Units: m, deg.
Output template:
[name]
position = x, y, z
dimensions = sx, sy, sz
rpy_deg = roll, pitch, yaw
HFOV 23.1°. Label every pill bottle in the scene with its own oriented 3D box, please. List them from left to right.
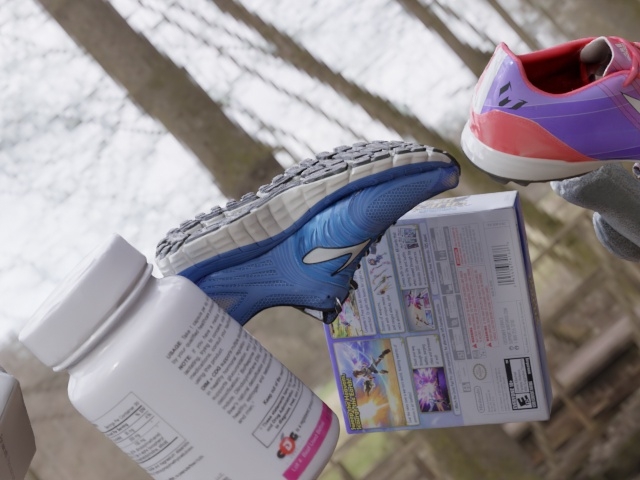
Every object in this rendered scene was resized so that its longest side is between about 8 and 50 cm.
[pill bottle]
position = -0.132, 0.135, 1.461
dimensions = 0.160, 0.283, 0.160
rpy_deg = -44, 12, 11

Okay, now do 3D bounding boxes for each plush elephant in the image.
[plush elephant]
position = 0.456, -0.081, 1.924
dimensions = 0.272, 0.330, 0.255
rpy_deg = -39, 20, 11

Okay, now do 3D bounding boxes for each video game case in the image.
[video game case]
position = 0.127, 0.086, 1.805
dimensions = 0.244, 0.269, 0.061
rpy_deg = -6, 20, 15

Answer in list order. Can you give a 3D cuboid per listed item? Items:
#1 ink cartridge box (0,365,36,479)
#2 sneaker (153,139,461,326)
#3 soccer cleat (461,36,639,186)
[ink cartridge box]
position = -0.314, 0.196, 0.906
dimensions = 0.121, 0.211, 0.289
rpy_deg = 94, -167, -60
[sneaker]
position = 0.000, 0.000, 1.599
dimensions = 0.330, 0.147, 0.130
rpy_deg = -26, 16, -14
[soccer cleat]
position = 0.277, -0.127, 1.369
dimensions = 0.318, 0.108, 0.116
rpy_deg = -7, -50, -21
